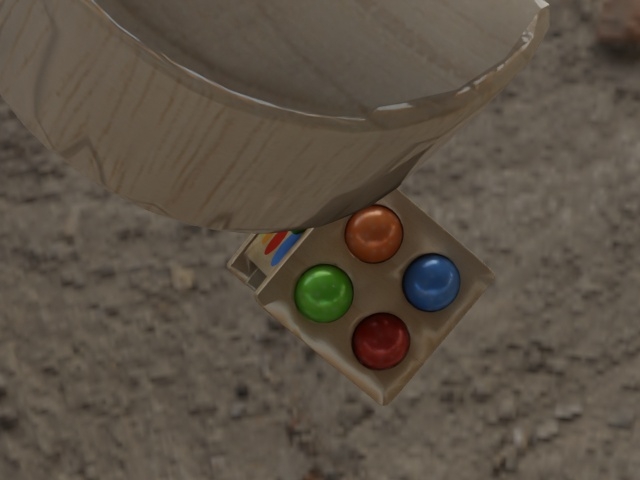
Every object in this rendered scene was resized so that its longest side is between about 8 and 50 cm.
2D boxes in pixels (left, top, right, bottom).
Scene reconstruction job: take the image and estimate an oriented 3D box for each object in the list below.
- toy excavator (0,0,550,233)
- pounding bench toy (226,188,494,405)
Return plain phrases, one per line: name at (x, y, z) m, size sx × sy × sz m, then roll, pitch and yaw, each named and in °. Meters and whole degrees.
toy excavator at (0.142, -0.189, 0.515) m, size 0.445 × 0.222 × 0.433 m, roll 9°, pitch 71°, yaw -14°
pounding bench toy at (0.000, 0.000, 0.543) m, size 0.052 × 0.083 × 0.065 m, roll -50°, pitch 14°, yaw 0°
